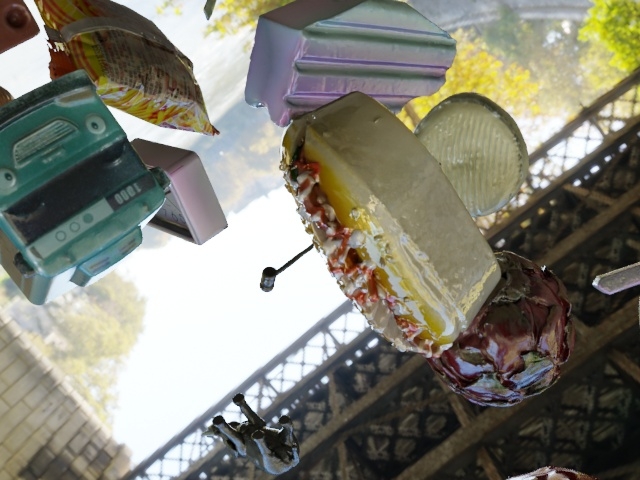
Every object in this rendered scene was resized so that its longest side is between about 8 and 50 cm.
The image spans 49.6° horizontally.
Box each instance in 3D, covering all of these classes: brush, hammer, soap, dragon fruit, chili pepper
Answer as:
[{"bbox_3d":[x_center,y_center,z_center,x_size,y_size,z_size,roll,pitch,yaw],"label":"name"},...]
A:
[{"bbox_3d":[-0.215,-0.538,1.467,0.033,0.030,0.178,82,15,-61],"label":"brush"},{"bbox_3d":[0.000,0.000,1.300,0.292,0.029,0.058,-37,164,-28],"label":"hammer"},{"bbox_3d":[0.058,-0.279,1.053,0.324,0.109,0.193,-8,126,-38],"label":"soap"},{"bbox_3d":[0.350,0.179,1.400,0.329,0.329,0.329,-37,-168,9],"label":"dragon fruit"},{"bbox_3d":[0.364,0.429,1.129,0.110,0.110,0.387,-45,172,-27],"label":"chili pepper"}]

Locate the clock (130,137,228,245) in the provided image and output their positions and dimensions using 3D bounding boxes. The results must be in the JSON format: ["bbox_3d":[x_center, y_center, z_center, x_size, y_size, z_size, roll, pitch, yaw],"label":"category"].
[{"bbox_3d":[-0.251,-0.081,1.139,0.063,0.150,0.197,-39,-143,-29],"label":"clock"}]

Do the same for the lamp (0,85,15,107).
[{"bbox_3d":[-0.689,-0.258,1.424,0.136,0.136,0.136,-37,-168,9],"label":"lamp"}]

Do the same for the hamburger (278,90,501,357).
[{"bbox_3d":[0.063,-0.014,0.736,0.151,0.295,0.227,-40,-153,2],"label":"hamburger"}]

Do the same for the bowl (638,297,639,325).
[{"bbox_3d":[0.535,0.121,0.981,0.126,0.237,0.238,-10,-152,38],"label":"bowl"}]

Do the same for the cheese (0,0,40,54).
[{"bbox_3d":[-0.541,-0.362,1.009,0.128,0.203,0.177,-43,-146,-26],"label":"cheese"}]

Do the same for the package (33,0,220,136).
[{"bbox_3d":[-0.269,-0.254,0.952,0.108,0.223,0.288,-42,158,15],"label":"package"}]

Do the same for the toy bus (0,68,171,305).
[{"bbox_3d":[-0.230,-0.029,0.600,0.128,0.147,0.256,-39,-173,-25],"label":"toy bus"}]

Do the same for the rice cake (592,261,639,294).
[{"bbox_3d":[0.864,0.058,1.722,0.365,0.056,0.073,-21,173,16],"label":"rice cake"}]

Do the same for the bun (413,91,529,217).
[{"bbox_3d":[0.344,-0.193,1.605,0.287,0.287,0.146,-33,175,26],"label":"bun"}]

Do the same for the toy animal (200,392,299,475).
[{"bbox_3d":[-0.146,0.359,1.298,0.269,0.137,0.082,6,-140,38],"label":"toy animal"}]
